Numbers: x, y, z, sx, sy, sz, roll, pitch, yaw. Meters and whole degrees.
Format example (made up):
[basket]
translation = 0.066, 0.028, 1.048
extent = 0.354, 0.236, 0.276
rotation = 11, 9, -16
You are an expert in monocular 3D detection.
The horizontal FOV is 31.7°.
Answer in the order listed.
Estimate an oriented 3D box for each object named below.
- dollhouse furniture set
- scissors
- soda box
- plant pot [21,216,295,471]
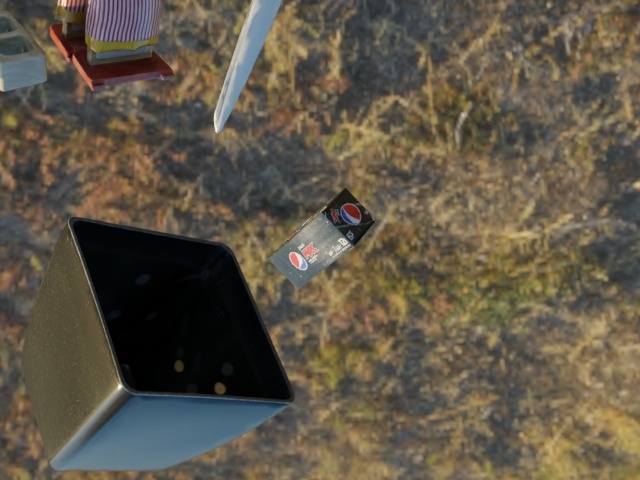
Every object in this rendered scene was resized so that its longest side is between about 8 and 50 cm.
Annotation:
[dollhouse furniture set]
translation = -0.359, -0.283, 1.340
extent = 0.374, 0.152, 0.201
rotation = -17, 136, -31
[scissors]
translation = -0.011, -0.219, 0.806
extent = 0.109, 0.297, 0.021
rotation = 0, -165, -31
[soda box]
translation = 0.000, 0.000, 1.399
extent = 0.060, 0.053, 0.169
rotation = 46, 147, -3
[plant pot]
translation = -0.169, 0.113, 1.026
extent = 0.188, 0.187, 0.167
rotation = 12, 131, -44
